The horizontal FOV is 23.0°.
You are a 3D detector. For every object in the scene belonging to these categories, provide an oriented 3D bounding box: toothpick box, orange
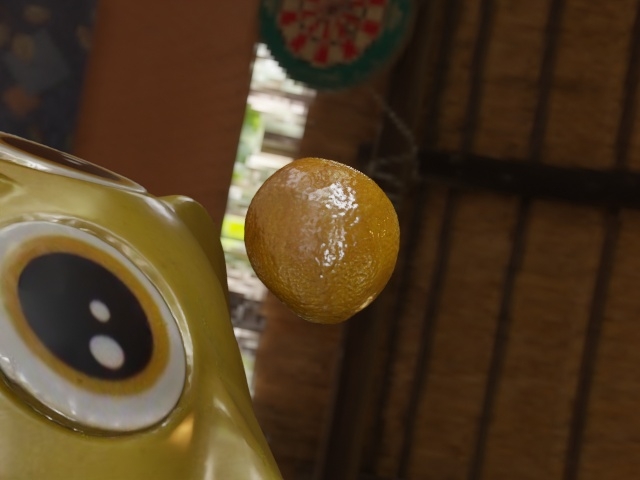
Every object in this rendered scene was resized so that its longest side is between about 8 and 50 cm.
[{"bbox_3d":[-0.242,0.126,0.962,0.409,0.425,0.409,172,-90,-80],"label":"toothpick box"},{"bbox_3d":[0.000,0.000,0.782,0.085,0.085,0.085,-169,-90,-79],"label":"orange"}]
